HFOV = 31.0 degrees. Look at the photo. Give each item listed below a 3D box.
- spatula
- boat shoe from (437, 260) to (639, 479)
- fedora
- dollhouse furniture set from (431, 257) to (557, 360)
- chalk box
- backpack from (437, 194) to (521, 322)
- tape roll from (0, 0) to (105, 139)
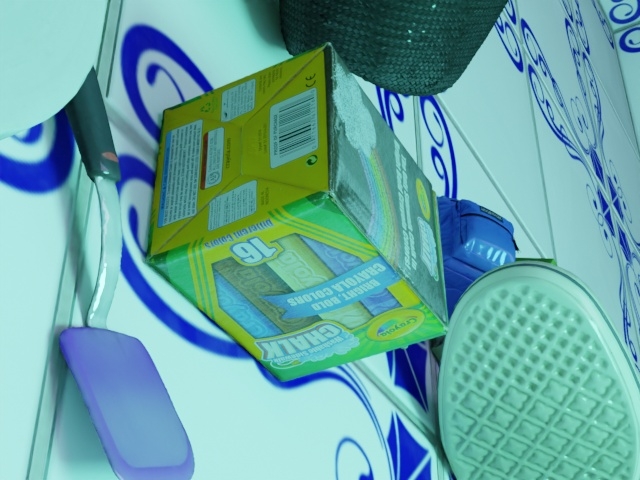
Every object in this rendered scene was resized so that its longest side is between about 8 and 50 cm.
[{"bbox_3d":[-0.120,-0.009,0.634,0.084,0.030,0.297,21,54,-63],"label":"spatula"},{"bbox_3d":[0.236,0.200,1.092,0.156,0.186,0.500,-73,146,-48],"label":"boat shoe"},{"bbox_3d":[0.059,-0.218,0.991,0.334,0.334,0.153,-44,150,-65],"label":"fedora"},{"bbox_3d":[0.181,0.084,1.137,0.152,0.058,0.076,-51,126,-30],"label":"dollhouse furniture set"},{"bbox_3d":[0.000,0.000,0.775,0.213,0.132,0.132,49,30,-44],"label":"chalk box"},{"bbox_3d":[0.137,0.013,1.095,0.098,0.101,0.120,30,31,-16],"label":"backpack"},{"bbox_3d":[-0.209,-0.161,0.458,0.286,0.100,0.286,47,33,-44],"label":"tape roll"}]
